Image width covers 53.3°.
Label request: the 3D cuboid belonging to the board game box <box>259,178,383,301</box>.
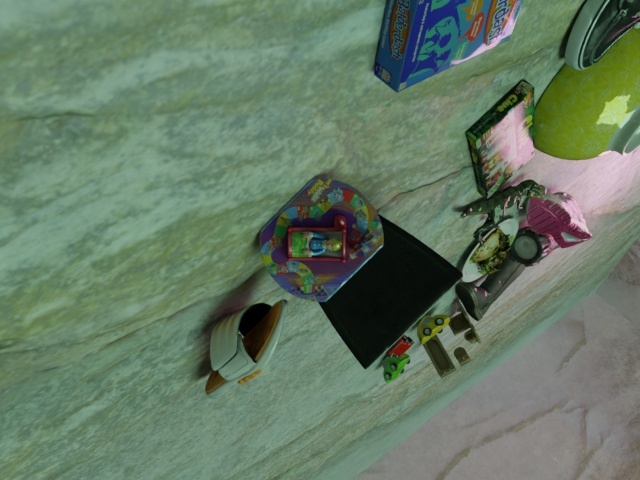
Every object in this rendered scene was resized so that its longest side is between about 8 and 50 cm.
[{"bbox_3d":[0.000,0.000,0.852,0.169,0.133,0.033,-44,-176,3],"label":"board game box"}]

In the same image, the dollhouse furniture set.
[{"bbox_3d":[0.359,0.274,1.775,0.151,0.144,0.123,-30,149,5],"label":"dollhouse furniture set"}]

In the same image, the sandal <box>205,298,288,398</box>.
[{"bbox_3d":[-0.138,0.167,0.962,0.265,0.076,0.102,-45,-157,42],"label":"sandal"}]

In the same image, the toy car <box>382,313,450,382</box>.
[{"bbox_3d":[0.213,0.286,1.662,0.239,0.053,0.225,-17,144,-41],"label":"toy car"}]

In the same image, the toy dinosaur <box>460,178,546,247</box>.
[{"bbox_3d":[0.369,-0.058,1.365,0.268,0.064,0.118,-22,140,-32],"label":"toy dinosaur"}]

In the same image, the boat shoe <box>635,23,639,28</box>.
[{"bbox_3d":[0.606,-0.462,1.042,0.098,0.096,0.277,-10,139,-49],"label":"boat shoe"}]

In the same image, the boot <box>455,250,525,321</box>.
[{"bbox_3d":[0.464,0.102,1.712,0.208,0.076,0.189,-42,145,-6],"label":"boot"}]

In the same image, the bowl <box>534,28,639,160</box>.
[{"bbox_3d":[0.557,-0.254,1.219,0.290,0.156,0.289,-32,151,-20],"label":"bowl"}]

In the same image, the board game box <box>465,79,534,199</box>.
[{"bbox_3d":[0.337,-0.176,1.175,0.136,0.030,0.259,-45,154,0],"label":"board game box"}]

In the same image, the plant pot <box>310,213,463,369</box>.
[{"bbox_3d":[0.075,0.050,0.952,0.187,0.167,0.188,-44,179,4],"label":"plant pot"}]

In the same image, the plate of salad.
[{"bbox_3d":[0.425,0.031,1.568,0.200,0.048,0.199,-32,146,-24],"label":"plate of salad"}]

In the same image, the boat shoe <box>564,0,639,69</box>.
[{"bbox_3d":[0.512,-0.393,1.005,0.113,0.105,0.306,-8,137,-50],"label":"boat shoe"}]

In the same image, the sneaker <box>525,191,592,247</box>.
[{"bbox_3d":[0.589,-0.072,1.610,0.103,0.111,0.252,-25,144,33],"label":"sneaker"}]

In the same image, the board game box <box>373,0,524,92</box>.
[{"bbox_3d":[0.166,-0.284,0.755,0.210,0.047,0.160,-30,151,-26],"label":"board game box"}]

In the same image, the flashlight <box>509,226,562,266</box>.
[{"bbox_3d":[0.611,-0.001,1.748,0.304,0.103,0.103,-14,146,-53],"label":"flashlight"}]
